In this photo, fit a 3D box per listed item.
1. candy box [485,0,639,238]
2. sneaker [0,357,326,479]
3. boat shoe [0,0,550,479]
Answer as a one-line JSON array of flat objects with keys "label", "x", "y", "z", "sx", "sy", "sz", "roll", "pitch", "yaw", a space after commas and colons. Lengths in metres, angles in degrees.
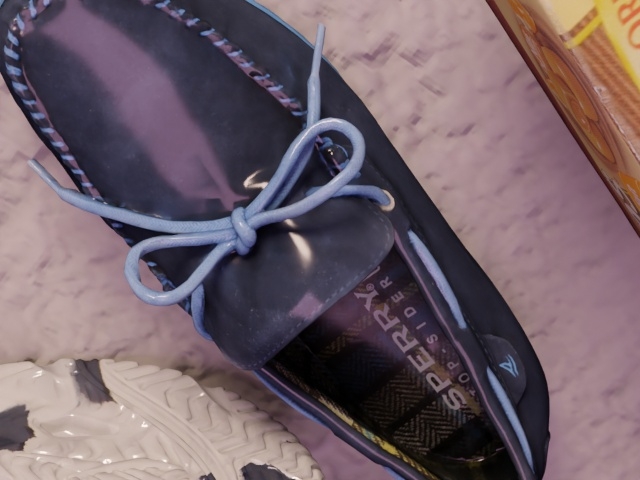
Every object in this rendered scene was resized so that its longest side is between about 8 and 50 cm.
[{"label": "candy box", "x": 0.211, "y": -0.117, "z": 0.465, "sx": 0.316, "sy": 0.087, "sz": 0.183, "roll": -36, "pitch": 114, "yaw": 1}, {"label": "sneaker", "x": -0.117, "y": 0.131, "z": 0.594, "sx": 0.235, "sy": 0.094, "sz": 0.153, "roll": 1, "pitch": 119, "yaw": -5}, {"label": "boat shoe", "x": 0.000, "y": 0.000, "z": 0.536, "sx": 0.258, "sy": 0.089, "sz": 0.109, "roll": 38, "pitch": 109, "yaw": -21}]
